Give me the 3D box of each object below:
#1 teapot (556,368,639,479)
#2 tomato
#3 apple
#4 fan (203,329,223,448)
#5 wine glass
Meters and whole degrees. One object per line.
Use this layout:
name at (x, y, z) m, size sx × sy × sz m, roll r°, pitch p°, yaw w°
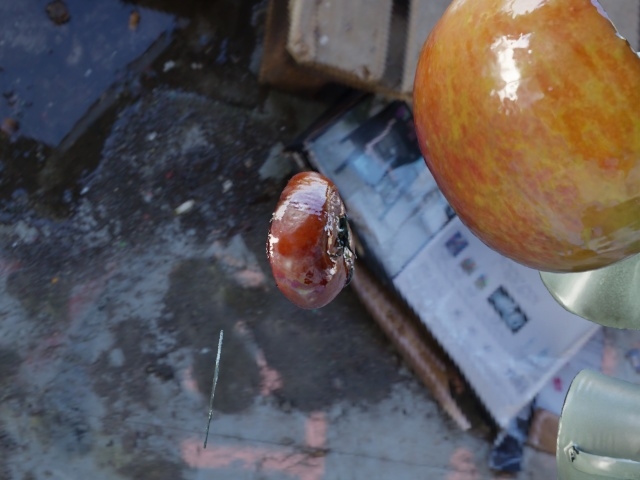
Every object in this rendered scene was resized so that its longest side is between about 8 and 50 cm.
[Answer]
teapot at (0.350, 0.228, 1.324) m, size 0.239 × 0.149 × 0.162 m, roll 3°, pitch 90°, yaw -59°
tomato at (0.002, 0.000, 1.961) m, size 0.228 × 0.101 × 0.227 m, roll -4°, pitch 90°, yaw -69°
apple at (0.157, -0.090, 0.944) m, size 0.163 × 0.293 × 0.251 m, roll -34°, pitch 96°, yaw 6°
fan at (-0.141, 0.192, 1.625) m, size 0.005 × 0.113 × 0.175 m, roll 9°, pitch 51°, yaw -5°
wine glass at (0.502, -0.078, 1.902) m, size 0.267 × 0.406 × 0.267 m, roll 1°, pitch 48°, yaw -1°
